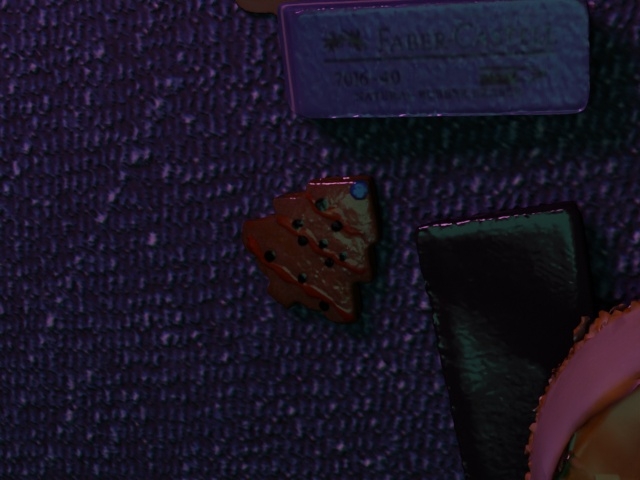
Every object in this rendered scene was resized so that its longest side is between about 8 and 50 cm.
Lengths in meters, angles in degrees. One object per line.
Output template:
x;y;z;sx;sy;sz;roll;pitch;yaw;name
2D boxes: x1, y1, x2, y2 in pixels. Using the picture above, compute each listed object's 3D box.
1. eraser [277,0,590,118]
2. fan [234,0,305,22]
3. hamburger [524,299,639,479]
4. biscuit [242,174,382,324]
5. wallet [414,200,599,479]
0.074;-0.129;0.757;0.225;0.036;0.082;1;112;16;eraser
0.040;-0.225;0.762;0.152;0.008;0.227;40;115;5;fan
0.278;0.165;0.702;0.294;0.179;0.276;18;108;16;hamburger
0.000;0.000;0.839;0.119;0.019;0.130;37;114;6;biscuit
0.152;0.095;0.809;0.124;0.025;0.244;-8;103;21;wallet
